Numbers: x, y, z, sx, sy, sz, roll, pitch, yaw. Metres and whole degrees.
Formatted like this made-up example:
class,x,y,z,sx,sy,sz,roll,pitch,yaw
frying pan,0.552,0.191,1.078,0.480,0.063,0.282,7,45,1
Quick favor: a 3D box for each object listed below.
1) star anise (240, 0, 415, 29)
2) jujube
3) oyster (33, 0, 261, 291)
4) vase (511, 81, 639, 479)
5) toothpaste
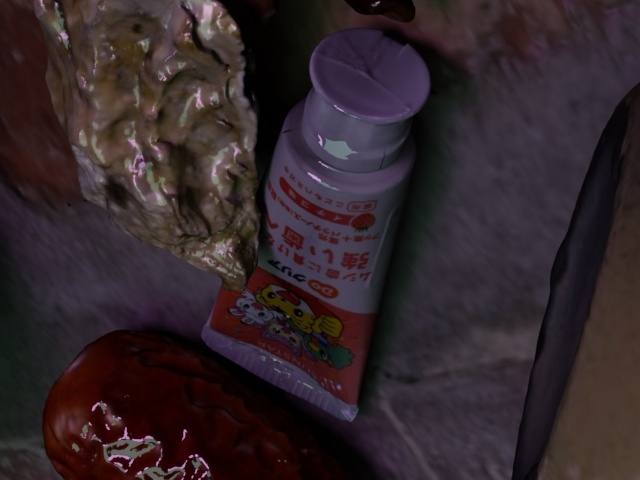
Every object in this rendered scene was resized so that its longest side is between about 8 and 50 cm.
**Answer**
class,x,y,z,sx,sy,sz,roll,pitch,yaw
star anise,-0.009,-0.151,0.710,0.168,0.057,0.168,25,142,21
jujube,-0.062,0.122,0.934,0.176,0.109,0.112,41,102,-2
oyster,-0.088,-0.081,0.779,0.133,0.072,0.209,34,152,35
vase,0.238,0.023,0.617,0.302,0.241,0.329,16,108,3
toothpaste,0.000,0.000,0.839,0.089,0.057,0.234,28,143,9
